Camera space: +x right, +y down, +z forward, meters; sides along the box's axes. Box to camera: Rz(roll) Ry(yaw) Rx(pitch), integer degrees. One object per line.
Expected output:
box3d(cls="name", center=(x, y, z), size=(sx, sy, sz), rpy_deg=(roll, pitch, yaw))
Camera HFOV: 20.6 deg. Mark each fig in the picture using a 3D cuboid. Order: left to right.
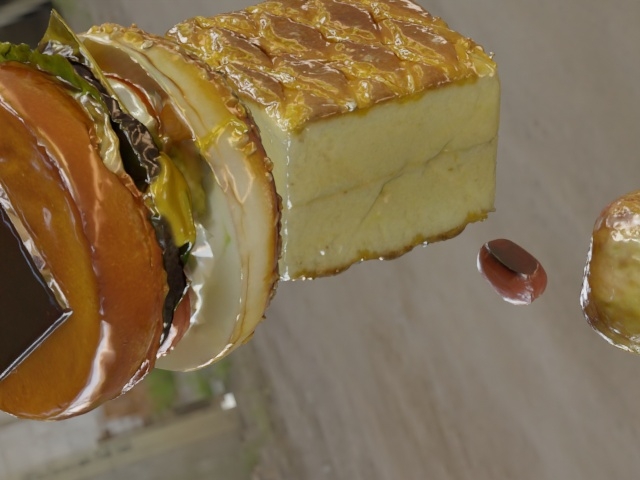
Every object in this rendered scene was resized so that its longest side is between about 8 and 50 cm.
box3d(cls="fig", center=(0.360, 0.038, 1.594), size=(0.257, 0.159, 0.159), rpy_deg=(15, 133, 28))

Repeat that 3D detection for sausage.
box3d(cls="sausage", center=(0.220, 0.037, 2.025), size=(0.094, 0.059, 0.054), rpy_deg=(43, 146, 37))

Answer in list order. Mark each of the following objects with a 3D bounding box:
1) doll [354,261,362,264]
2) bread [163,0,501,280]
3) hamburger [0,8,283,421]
box3d(cls="doll", center=(0.000, 0.000, 2.004), size=(0.114, 0.152, 0.085), rpy_deg=(-4, 88, 62))
box3d(cls="bread", center=(0.009, -0.119, 1.823), size=(0.279, 0.279, 0.207), rpy_deg=(40, 137, 50))
box3d(cls="hamburger", center=(-0.165, -0.019, 1.264), size=(0.291, 0.225, 0.291), rpy_deg=(24, 126, 38))
